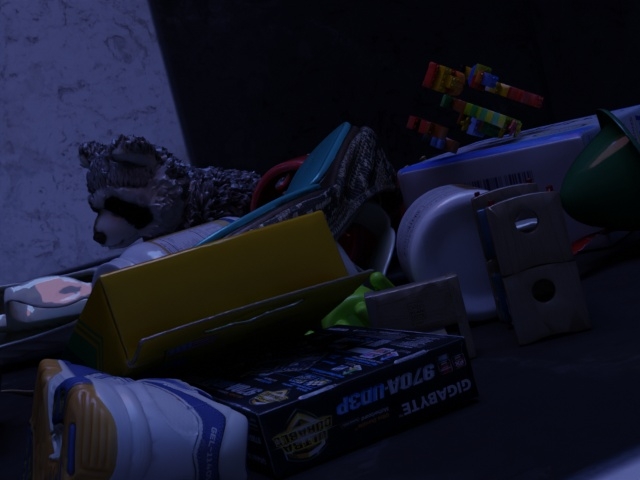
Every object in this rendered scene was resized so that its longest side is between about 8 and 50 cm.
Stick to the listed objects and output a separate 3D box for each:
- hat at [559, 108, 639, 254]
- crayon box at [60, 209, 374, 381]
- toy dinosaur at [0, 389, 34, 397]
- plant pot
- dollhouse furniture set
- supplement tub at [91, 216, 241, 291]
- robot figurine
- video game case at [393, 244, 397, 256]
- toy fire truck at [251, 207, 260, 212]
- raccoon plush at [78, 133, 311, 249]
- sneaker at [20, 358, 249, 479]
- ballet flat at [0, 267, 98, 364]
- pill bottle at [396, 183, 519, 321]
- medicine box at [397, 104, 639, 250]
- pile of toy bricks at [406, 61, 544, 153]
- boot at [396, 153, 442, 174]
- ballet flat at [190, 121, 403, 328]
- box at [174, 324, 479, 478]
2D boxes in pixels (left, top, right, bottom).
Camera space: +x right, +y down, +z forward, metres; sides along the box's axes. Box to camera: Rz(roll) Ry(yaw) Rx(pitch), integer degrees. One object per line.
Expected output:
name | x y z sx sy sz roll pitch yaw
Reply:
hat | 0.284 -0.033 1.294 0.183 0.173 0.208 -32 -21 6
crayon box | -0.102 0.068 0.995 0.202 0.081 0.318 -16 -13 -24
toy dinosaur | -0.279 0.160 1.272 0.092 0.053 0.183 -29 -3 4
plant pot | 0.018 -0.041 1.681 0.191 0.191 0.174 -11 10 33
dollhouse furniture set | 0.130 0.029 1.042 0.183 0.129 0.129 -14 5 3
supplement tub | -0.163 0.060 1.405 0.199 0.144 0.144 -19 7 -39
robot figurine | 0.035 0.079 1.103 0.101 0.067 0.115 -44 7 1
video game case | 0.168 -0.011 1.744 0.166 0.015 0.119 -27 -1 28
toy fire truck | -0.104 0.036 1.535 0.135 0.192 0.047 23 26 29
raccoon plush | -0.182 -0.100 1.787 0.216 0.299 0.446 -19 22 36
sneaker | -0.140 0.148 0.824 0.131 0.112 0.296 6 -3 -21
ballet flat | -0.447 0.105 1.618 0.400 0.139 0.139 -11 6 5
pill bottle | 0.149 0.006 1.221 0.131 0.131 0.229 -14 5 -1
medicine box | 0.292 -0.071 1.543 0.263 0.149 0.289 -11 7 32
pile of toy bricks | 0.212 -0.160 1.468 0.105 0.118 0.212 25 12 35
boot | 0.090 -0.065 2.051 0.284 0.138 0.377 -18 11 -27
ballet flat | 0.000 0.000 1.346 0.164 0.182 0.483 -40 3 30
box | -0.007 0.118 0.907 0.175 0.051 0.220 -17 6 -25
